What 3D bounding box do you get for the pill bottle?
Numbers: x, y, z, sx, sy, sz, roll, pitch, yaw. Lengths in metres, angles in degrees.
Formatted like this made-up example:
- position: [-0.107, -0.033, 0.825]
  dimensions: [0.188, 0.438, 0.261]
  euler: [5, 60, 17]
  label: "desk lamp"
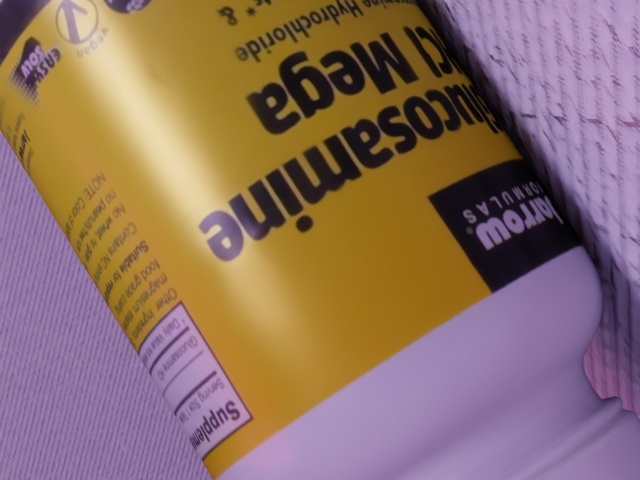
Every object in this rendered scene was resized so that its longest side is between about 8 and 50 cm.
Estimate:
- position: [0.000, 0.000, 0.541]
  dimensions: [0.334, 0.188, 0.188]
  euler: [57, 175, 9]
  label: "pill bottle"
